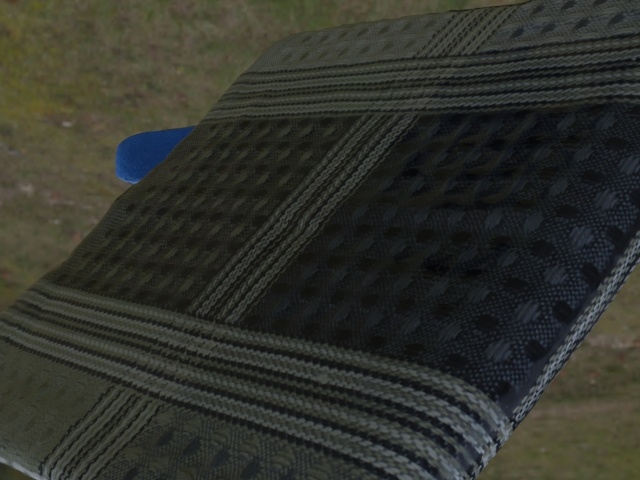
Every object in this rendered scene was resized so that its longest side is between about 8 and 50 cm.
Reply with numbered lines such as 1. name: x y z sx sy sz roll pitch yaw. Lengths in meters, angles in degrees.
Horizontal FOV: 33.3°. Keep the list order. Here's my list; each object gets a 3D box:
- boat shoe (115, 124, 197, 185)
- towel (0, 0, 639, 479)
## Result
1. boat shoe: -0.110 -0.099 1.265 0.258 0.109 0.089 7 173 16
2. towel: 0.000 0.000 0.471 0.324 0.312 0.056 7 139 51
